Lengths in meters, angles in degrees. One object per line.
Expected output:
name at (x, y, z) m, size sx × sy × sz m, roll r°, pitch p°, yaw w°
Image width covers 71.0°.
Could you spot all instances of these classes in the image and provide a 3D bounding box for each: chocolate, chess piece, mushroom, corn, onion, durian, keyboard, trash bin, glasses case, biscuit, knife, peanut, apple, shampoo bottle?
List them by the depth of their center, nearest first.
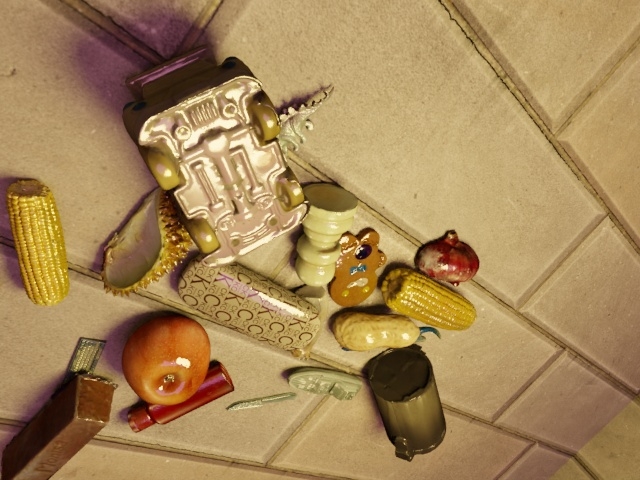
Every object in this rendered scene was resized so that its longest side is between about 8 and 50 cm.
corn at (-0.524, 0.012, 0.839) m, size 0.081 × 0.081 × 0.248 m, roll -4°, pitch 120°, yaw -22°
durian at (-0.347, 0.011, 0.923) m, size 0.139 × 0.144 × 0.252 m, roll 45°, pitch 104°, yaw 1°
apple at (-0.347, 0.277, 1.026) m, size 0.201 × 0.162 × 0.201 m, roll -11°, pitch 124°, yaw -16°
chocolate at (-0.607, 0.451, 1.035) m, size 0.321 × 0.112 × 0.112 m, roll -43°, pitch 129°, yaw 11°
keyboard at (-0.554, 0.299, 1.041) m, size 0.055 × 0.014 × 0.176 m, roll 21°, pitch 109°, yaw -29°
chess piece at (0.000, 0.000, 1.047) m, size 0.133 × 0.133 × 0.243 m, roll -4°, pitch 127°, yaw -22°
glasses case at (-0.161, 0.151, 1.052) m, size 0.355 × 0.085 × 0.137 m, roll 31°, pitch 112°, yaw -21°
shampoo bottle at (-0.361, 0.409, 1.160) m, size 0.260 × 0.064 × 0.102 m, roll -24°, pitch 129°, yaw -8°
biscuit at (0.091, 0.078, 1.179) m, size 0.180 × 0.039 × 0.236 m, roll -11°, pitch 125°, yaw -19°
mushroom at (-0.033, 0.218, 1.182) m, size 0.092 × 0.081 × 0.223 m, roll -14°, pitch 128°, yaw -38°
peanut at (0.151, 0.250, 1.224) m, size 0.237 × 0.110 × 0.120 m, roll 1°, pitch 159°, yaw 7°
onion at (0.372, 0.060, 1.251) m, size 0.206 × 0.098 × 0.151 m, roll 0°, pitch 120°, yaw -23°
corn at (0.314, 0.177, 1.275) m, size 0.345 × 0.131 × 0.131 m, roll 26°, pitch 106°, yaw -34°
knife at (-0.168, 0.471, 1.313) m, size 0.211 × 0.015 × 0.028 m, roll -1°, pitch 125°, yaw -23°
trash bin at (0.275, 0.505, 1.409) m, size 0.252 × 0.203 × 0.301 m, roll -53°, pitch 137°, yaw -39°

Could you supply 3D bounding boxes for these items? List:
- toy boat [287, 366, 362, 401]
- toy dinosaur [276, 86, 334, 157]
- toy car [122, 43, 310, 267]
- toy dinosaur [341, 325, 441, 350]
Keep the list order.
toy boat at (0.014, 0.424, 1.321) m, size 0.261 × 0.085 × 0.078 m, roll 20°, pitch 110°, yaw -32°
toy dinosaur at (-0.046, -0.243, 0.921) m, size 0.209 × 0.039 × 0.082 m, roll -44°, pitch 125°, yaw 5°
toy car at (-0.190, -0.150, 0.828) m, size 0.242 × 0.226 × 0.335 m, roll -30°, pitch 138°, yaw -11°
toy dinosaur at (0.205, 0.283, 1.284) m, size 0.188 × 0.248 × 0.075 m, roll -5°, pitch 82°, yaw -40°
